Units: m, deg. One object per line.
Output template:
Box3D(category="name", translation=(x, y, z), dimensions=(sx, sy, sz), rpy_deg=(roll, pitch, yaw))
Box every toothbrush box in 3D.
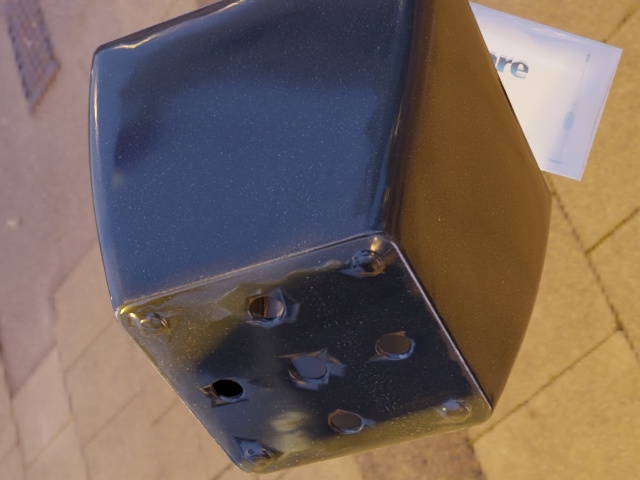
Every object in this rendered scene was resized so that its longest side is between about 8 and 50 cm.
Box3D(category="toothbrush box", translation=(0.124, -0.156, 1.148), dimensions=(0.295, 0.216, 0.126), rpy_deg=(-136, 62, -78))

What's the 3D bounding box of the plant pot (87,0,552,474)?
Box3D(category="plant pot", translation=(0.000, 0.000, 0.566), dimensions=(0.188, 0.188, 0.167), rpy_deg=(-16, 41, 19))
